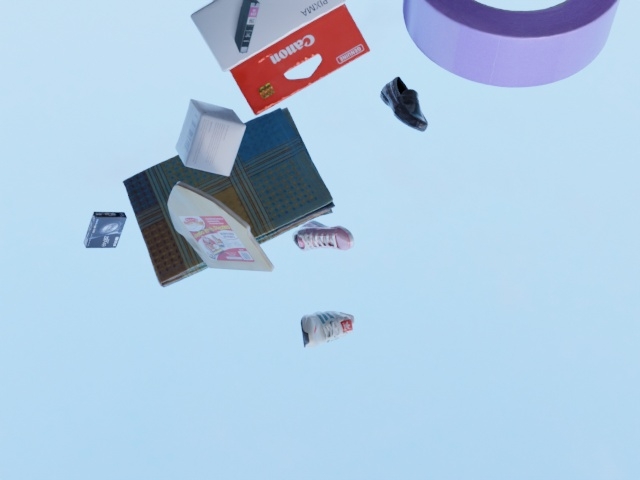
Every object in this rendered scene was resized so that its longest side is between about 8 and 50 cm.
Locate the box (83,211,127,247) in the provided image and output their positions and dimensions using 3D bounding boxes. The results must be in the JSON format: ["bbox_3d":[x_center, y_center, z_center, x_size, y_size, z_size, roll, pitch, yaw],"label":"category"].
[{"bbox_3d":[-0.431,-0.021,1.939,0.067,0.083,0.018,1,-139,-36],"label":"box"}]

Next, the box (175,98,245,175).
[{"bbox_3d":[-0.197,-0.185,1.730,0.087,0.101,0.102,12,-159,-24],"label":"box"}]

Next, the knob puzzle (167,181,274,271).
[{"bbox_3d":[-0.179,-0.028,1.625,0.213,0.213,0.030,24,-122,22],"label":"knob puzzle"}]

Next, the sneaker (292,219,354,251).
[{"bbox_3d":[0.000,0.000,1.856,0.070,0.051,0.134,-29,-150,-35],"label":"sneaker"}]

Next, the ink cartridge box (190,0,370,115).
[{"bbox_3d":[-0.073,-0.400,1.870,0.275,0.239,0.060,-29,-162,7],"label":"ink cartridge box"}]

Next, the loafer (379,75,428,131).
[{"bbox_3d":[0.223,-0.356,2.513,0.076,0.078,0.223,20,-155,-33],"label":"loafer"}]

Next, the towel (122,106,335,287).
[{"bbox_3d":[-0.184,-0.091,1.905,0.370,0.040,0.271,-25,-119,1],"label":"towel"}]

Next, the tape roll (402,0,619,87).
[{"bbox_3d":[0.245,-0.327,1.250,0.275,0.090,0.274,0,-124,0],"label":"tape roll"}]

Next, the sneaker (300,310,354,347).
[{"bbox_3d":[0.016,0.156,1.765,0.075,0.057,0.161,-8,-177,17],"label":"sneaker"}]
